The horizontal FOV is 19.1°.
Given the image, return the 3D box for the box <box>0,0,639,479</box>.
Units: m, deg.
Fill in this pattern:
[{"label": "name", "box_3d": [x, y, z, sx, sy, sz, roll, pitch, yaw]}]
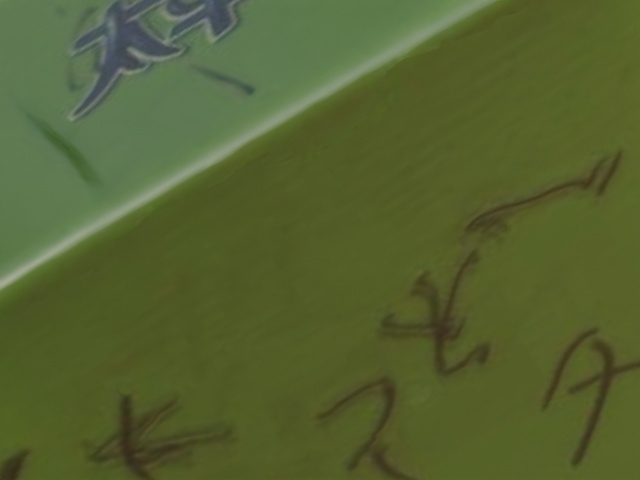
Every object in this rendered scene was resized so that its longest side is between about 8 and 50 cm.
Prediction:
[{"label": "box", "box_3d": [0.000, 0.000, 0.550, 0.329, 0.252, 0.178, -30, 43, 3]}]
